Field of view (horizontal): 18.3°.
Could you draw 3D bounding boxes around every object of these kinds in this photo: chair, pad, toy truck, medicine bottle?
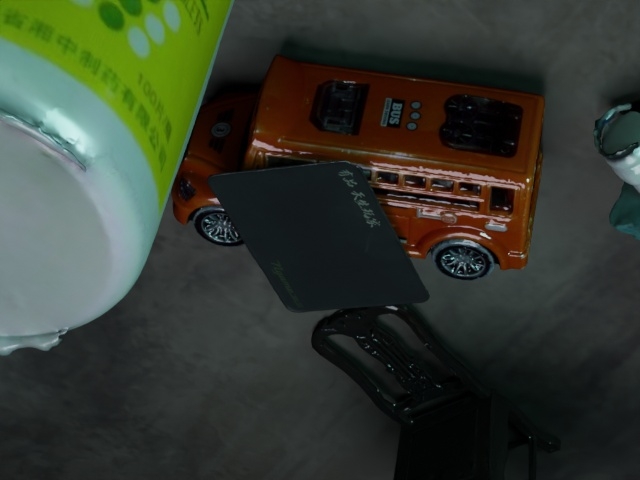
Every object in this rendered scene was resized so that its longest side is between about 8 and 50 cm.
[{"bbox_3d":[0.087,0.159,1.598,0.106,0.113,0.229,-26,129,35],"label":"chair"},{"bbox_3d":[0.000,0.000,1.353,0.112,0.003,0.157,-6,140,23],"label":"pad"},{"bbox_3d":[0.025,-0.057,1.365,0.253,0.107,0.114,9,142,6],"label":"toy truck"},{"bbox_3d":[-0.157,-0.142,1.108,0.214,0.378,0.213,8,139,7],"label":"medicine bottle"}]

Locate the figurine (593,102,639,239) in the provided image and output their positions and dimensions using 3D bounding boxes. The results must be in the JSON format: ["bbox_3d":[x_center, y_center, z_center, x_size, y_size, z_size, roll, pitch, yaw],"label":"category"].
[{"bbox_3d":[0.290,-0.002,1.362,0.138,0.110,0.245,-31,118,18],"label":"figurine"}]
